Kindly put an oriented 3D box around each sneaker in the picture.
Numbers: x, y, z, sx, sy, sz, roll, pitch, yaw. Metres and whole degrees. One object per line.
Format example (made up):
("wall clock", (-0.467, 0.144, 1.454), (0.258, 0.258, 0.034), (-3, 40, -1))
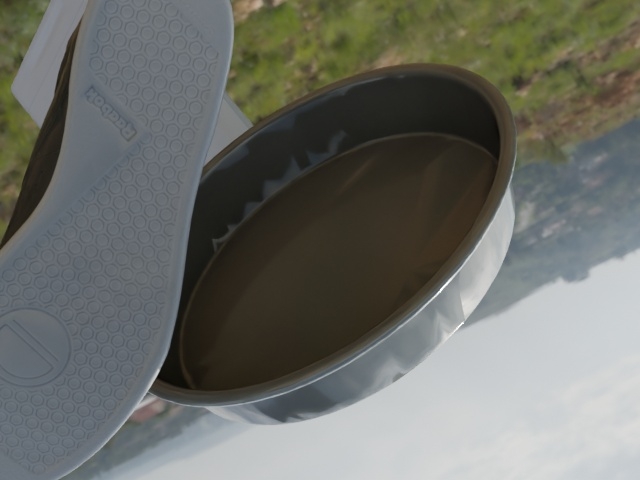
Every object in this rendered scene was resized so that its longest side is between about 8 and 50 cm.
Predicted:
("sneaker", (-0.123, -0.012, 0.592), (0.104, 0.296, 0.147), (18, -173, -12))

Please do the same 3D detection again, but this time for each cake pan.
("cake pan", (0.000, 0.000, 0.678), (0.293, 0.054, 0.293), (-25, -145, 19))

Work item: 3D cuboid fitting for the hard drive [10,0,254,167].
("hard drive", (-0.162, -0.087, 1.053), (0.047, 0.353, 0.233), (-34, 173, -43))
